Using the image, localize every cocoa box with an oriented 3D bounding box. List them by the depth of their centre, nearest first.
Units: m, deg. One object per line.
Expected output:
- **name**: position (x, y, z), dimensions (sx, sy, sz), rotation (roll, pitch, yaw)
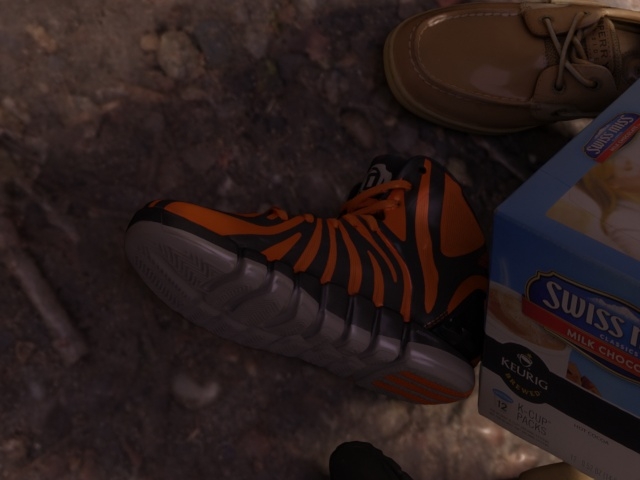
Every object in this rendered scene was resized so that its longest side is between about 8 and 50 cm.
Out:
- **cocoa box**: position (0.316, 0.014, 1.263), dimensions (0.231, 0.228, 0.347), rotation (29, 50, 28)

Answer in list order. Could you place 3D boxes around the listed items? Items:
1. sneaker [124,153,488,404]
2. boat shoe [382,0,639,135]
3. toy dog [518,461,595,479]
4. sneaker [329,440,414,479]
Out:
- **sneaker**: position (0.000, 0.000, 1.272), dimensions (0.321, 0.124, 0.180), rotation (26, 64, -27)
- **boat shoe**: position (0.221, -0.164, 1.400), dimensions (0.341, 0.110, 0.122), rotation (-2, 78, -24)
- **toy dog**: position (0.317, 0.245, 1.312), dimensions (0.333, 0.161, 0.220), rotation (-23, 87, -26)
- **sneaker**: position (0.038, 0.297, 1.213), dimensions (0.130, 0.109, 0.286), rotation (-9, 79, -19)
